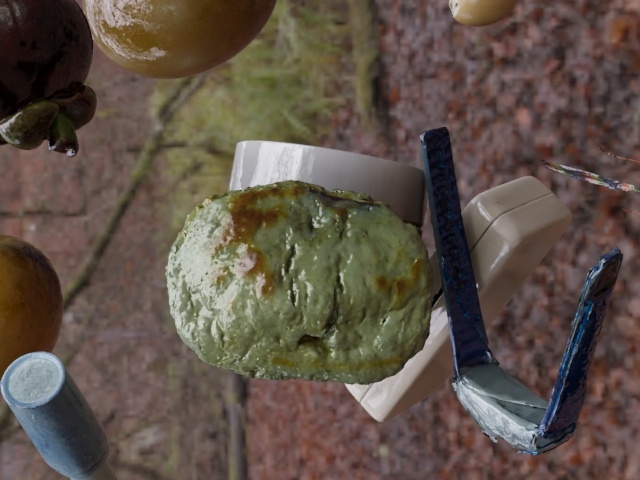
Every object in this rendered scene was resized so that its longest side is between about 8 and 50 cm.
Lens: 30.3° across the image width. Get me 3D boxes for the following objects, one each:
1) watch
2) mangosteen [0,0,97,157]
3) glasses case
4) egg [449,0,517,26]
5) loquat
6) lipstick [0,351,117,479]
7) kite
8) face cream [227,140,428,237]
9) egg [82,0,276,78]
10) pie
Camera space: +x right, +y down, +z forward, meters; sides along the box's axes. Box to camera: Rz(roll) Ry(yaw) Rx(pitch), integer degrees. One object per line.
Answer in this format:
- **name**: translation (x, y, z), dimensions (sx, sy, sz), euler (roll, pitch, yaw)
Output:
- **watch**: translation (0.177, 0.061, 1.221), dimensions (0.276, 0.068, 0.274), euler (44, 143, 42)
- **mangosteen**: translation (-0.361, -0.194, 1.343), dimensions (0.216, 0.216, 0.216), euler (178, 90, -78)
- **glasses case**: translation (0.159, 0.074, 1.408), dimensions (0.076, 0.144, 0.336), euler (46, 127, 19)
- **egg**: translation (0.225, -0.335, 1.638), dimensions (0.080, 0.096, 0.080), euler (-175, 90, -86)
- **loquat**: translation (-0.537, 0.112, 1.866), dimensions (0.263, 0.263, 0.263), euler (178, 90, -78)
- **lipstick**: translation (-0.232, 0.201, 1.133), dimensions (0.068, 0.061, 0.274), euler (29, 153, 27)
- **kite**: translation (0.292, -0.033, 0.976), dimensions (0.006, 0.244, 0.198), euler (-65, -28, -10)
- **face cream**: translation (0.000, 0.000, 1.289), dimensions (0.218, 0.218, 0.179), euler (-179, 99, -78)
- **egg**: translation (-0.243, -0.428, 2.057), dimensions (0.282, 0.351, 0.282), euler (-13, -90, -79)
- **pie**: translation (-0.018, 0.027, 1.087), dimensions (0.090, 0.248, 0.201), euler (100, 173, -66)
